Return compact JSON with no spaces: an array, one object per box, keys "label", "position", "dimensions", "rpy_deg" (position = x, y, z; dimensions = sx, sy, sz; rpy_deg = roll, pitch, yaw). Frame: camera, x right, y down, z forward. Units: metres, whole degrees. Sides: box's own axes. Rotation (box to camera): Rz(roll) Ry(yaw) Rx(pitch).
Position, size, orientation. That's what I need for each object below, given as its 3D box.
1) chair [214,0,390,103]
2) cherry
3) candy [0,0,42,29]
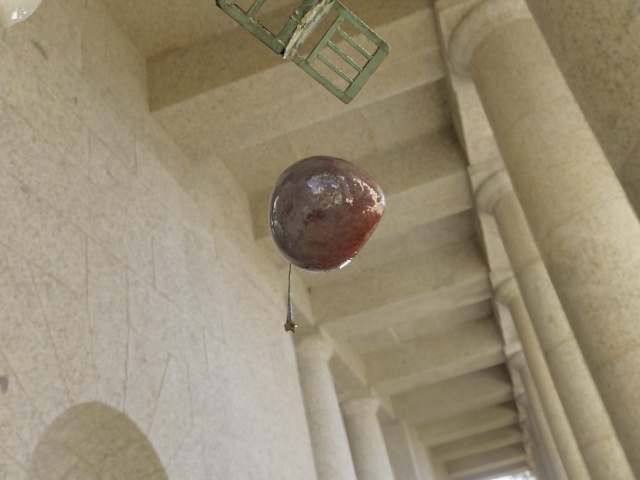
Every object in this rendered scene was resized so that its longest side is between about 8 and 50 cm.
[{"label":"chair","position":[-0.020,-0.355,1.104],"dimensions":[0.270,0.147,0.136],"rpy_deg":[39,-78,-7]},{"label":"cherry","position":[0.007,0.000,0.720],"dimensions":[0.148,0.188,0.115],"rpy_deg":[-5,-15,24]},{"label":"candy","position":[-0.507,-0.475,1.015],"dimensions":[0.185,0.296,0.295],"rpy_deg":[-14,-31,-6]}]
